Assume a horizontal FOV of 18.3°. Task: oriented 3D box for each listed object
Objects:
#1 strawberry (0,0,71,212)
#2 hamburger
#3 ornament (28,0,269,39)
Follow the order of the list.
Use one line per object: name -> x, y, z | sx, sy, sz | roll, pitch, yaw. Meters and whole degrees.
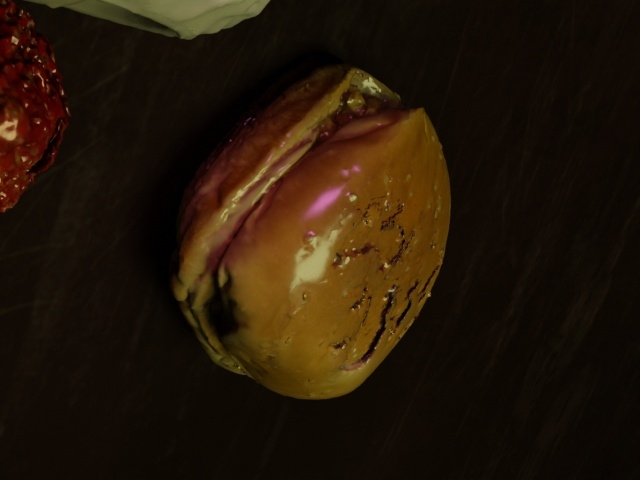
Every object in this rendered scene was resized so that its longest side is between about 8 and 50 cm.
strawberry -> -0.265, -0.092, 1.410 | 0.187, 0.201, 0.184 | -13, 108, -22
hamburger -> 0.001, -0.006, 1.837 | 0.284, 0.174, 0.304 | -54, 155, -14
ornament -> -0.134, -0.294, 1.242 | 0.337, 0.337, 0.337 | -30, 142, -27
